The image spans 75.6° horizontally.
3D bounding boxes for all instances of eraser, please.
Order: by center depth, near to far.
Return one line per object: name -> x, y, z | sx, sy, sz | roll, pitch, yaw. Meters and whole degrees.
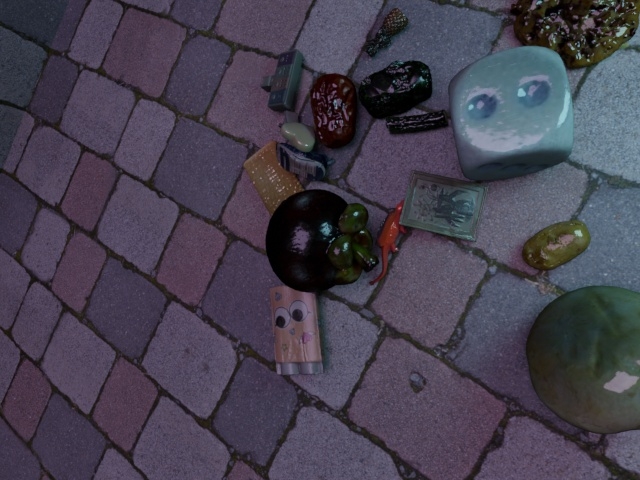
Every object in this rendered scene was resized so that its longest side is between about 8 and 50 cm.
eraser -> -0.071, 0.288, 1.356 | 0.171, 0.087, 0.290 | -9, 81, 23

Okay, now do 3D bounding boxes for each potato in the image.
potato -> 0.623, 0.014, 1.095 | 0.170, 0.080, 0.107 | -28, 87, 17

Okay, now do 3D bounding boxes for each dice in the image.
dice -> 0.486, -0.315, 1.079 | 0.263, 0.268, 0.264 | -9, 82, 22

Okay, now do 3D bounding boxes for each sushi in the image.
sushi -> 0.232, -0.468, 1.278 | 0.225, 0.127, 0.124 | -15, 79, 19

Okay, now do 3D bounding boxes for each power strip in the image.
power strip -> -0.144, -0.566, 1.480 | 0.145, 0.061, 0.215 | 7, 80, 35

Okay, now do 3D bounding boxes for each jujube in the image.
jujube -> 0.046, -0.419, 1.340 | 0.155, 0.155, 0.230 | -8, 84, 22

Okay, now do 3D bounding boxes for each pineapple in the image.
pineapple -> 0.208, -0.670, 1.341 | 0.159, 0.074, 0.074 | -45, 70, 22

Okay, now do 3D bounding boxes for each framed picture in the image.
framed picture -> 0.360, -0.103, 1.213 | 0.231, 0.010, 0.173 | 12, 89, 5

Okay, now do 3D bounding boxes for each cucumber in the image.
cucumber -> 0.298, -0.365, 1.280 | 0.187, 0.058, 0.058 | -1, 85, 21

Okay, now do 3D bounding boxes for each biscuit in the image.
biscuit -> 0.690, -0.636, 1.126 | 0.289, 0.081, 0.334 | -28, 74, 17
biscuit -> -0.166, -0.221, 1.473 | 0.160, 0.030, 0.249 | -35, 73, 15

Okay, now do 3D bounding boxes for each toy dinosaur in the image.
toy dinosaur -> 0.192, 0.006, 1.243 | 0.070, 0.139, 0.286 | 25, 95, 24

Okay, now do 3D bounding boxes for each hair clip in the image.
hair clip -> -0.069, -0.365, 1.390 | 0.218, 0.159, 0.071 | -115, 35, -43

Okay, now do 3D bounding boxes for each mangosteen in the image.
mangosteen -> -0.009, 0.000, 1.234 | 0.330, 0.330, 0.330 | -2, 84, 23

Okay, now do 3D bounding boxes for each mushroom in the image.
mushroom -> 0.660, 0.272, 0.951 | 0.352, 0.260, 0.352 | -33, 29, 21

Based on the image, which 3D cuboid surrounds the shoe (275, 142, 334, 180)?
shoe -> -0.060, -0.281, 1.405 | 0.207, 0.091, 0.106 | 24, 55, 15
